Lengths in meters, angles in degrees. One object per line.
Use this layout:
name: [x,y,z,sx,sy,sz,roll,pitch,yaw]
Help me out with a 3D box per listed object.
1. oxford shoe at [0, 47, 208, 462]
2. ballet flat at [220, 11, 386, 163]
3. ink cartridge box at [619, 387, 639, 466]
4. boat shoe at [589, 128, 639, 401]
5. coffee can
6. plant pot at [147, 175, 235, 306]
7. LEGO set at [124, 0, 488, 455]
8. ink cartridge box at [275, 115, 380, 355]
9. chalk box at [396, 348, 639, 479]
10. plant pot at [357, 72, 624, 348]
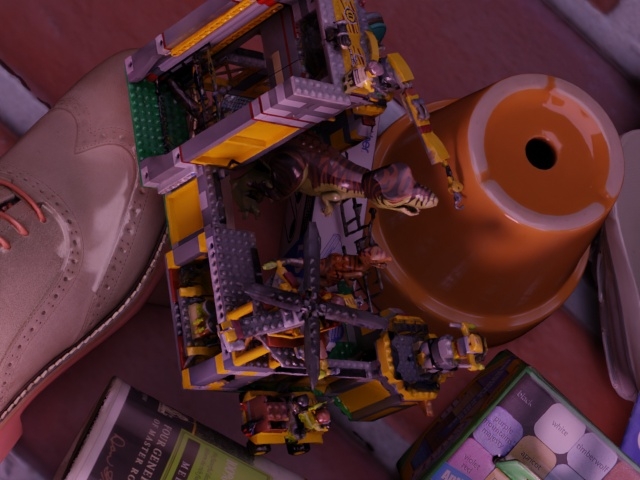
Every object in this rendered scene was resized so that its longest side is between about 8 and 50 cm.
oxford shoe: [-0.214,0.018,1.078,0.140,0.146,0.397,26,76,23]
ballet flat: [-0.024,-0.141,1.296,0.070,0.070,0.188,45,61,1]
ink cartridge box: [0.324,0.251,1.240,0.224,0.045,0.223,20,87,-9]
boat shoe: [0.256,0.025,1.305,0.079,0.081,0.228,-2,84,-29]
coffee can: [-0.067,0.244,1.069,0.275,0.201,0.202,28,65,-6]
plant pot: [-0.115,-0.006,1.199,0.096,0.109,0.109,-5,73,-5]
LEGO set: [0.018,-0.037,1.050,0.255,0.192,0.331,16,60,-39]
ink cartridge box: [0.000,0.000,1.232,0.046,0.097,0.207,14,68,-13]
chalk box: [0.147,0.175,1.137,0.132,0.213,0.132,43,92,1]
plant pot: [0.141,-0.036,1.239,0.205,0.188,0.205,6,70,-16]
